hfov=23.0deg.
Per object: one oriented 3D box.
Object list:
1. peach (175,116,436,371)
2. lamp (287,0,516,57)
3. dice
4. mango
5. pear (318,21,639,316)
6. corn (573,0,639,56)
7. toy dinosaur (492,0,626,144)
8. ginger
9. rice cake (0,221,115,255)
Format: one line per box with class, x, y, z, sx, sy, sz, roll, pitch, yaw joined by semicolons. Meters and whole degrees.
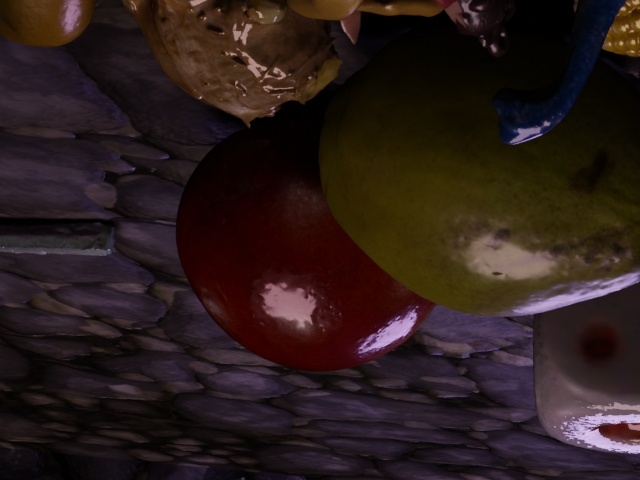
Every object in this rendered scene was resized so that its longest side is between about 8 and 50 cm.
peach;0.000;0.000;1.297;0.243;0.199;0.243;0;153;0
lamp;0.019;-0.180;0.903;0.118;0.118;0.253;-7;160;33
dice;0.303;0.093;1.485;0.193;0.191;0.194;-1;161;15
mango;-0.186;-0.186;0.987;0.103;0.076;0.161;46;153;20
pear;0.125;-0.048;1.100;0.269;0.212;0.212;13;166;27
corn;0.260;-0.165;0.899;0.244;0.093;0.093;-10;156;37
toy dinosaur;0.200;-0.156;0.803;0.248;0.188;0.075;-7;165;29
ginger;-0.059;-0.145;1.008;0.157;0.102;0.216;51;165;-17
rice cake;-0.312;-0.003;1.635;0.208;0.033;0.033;1;162;14
